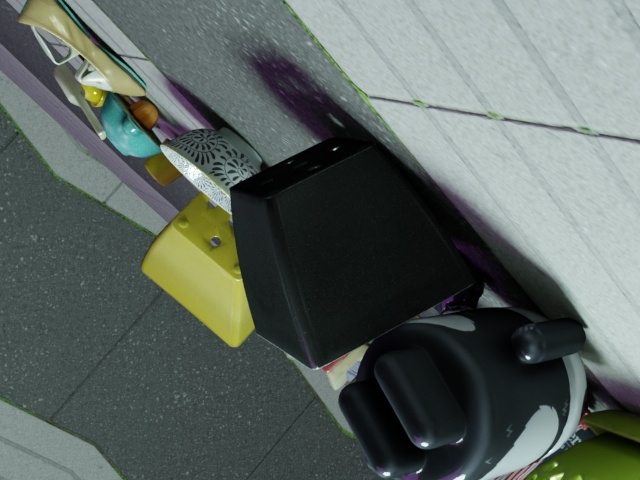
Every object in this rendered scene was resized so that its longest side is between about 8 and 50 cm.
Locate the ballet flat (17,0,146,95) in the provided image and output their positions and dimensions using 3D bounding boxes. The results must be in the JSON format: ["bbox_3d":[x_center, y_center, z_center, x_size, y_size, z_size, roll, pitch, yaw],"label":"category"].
[{"bbox_3d":[-0.358,-0.277,1.824,0.232,0.073,0.080,45,171,-33],"label":"ballet flat"}]

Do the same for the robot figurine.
[{"bbox_3d":[0.148,0.158,1.223,0.209,0.173,0.278,4,-174,42],"label":"robot figurine"}]

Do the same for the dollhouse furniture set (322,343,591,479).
[{"bbox_3d":[0.130,0.154,1.513,0.374,0.201,0.152,44,174,26],"label":"dollhouse furniture set"}]

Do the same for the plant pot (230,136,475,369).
[{"bbox_3d":[0.012,-0.003,1.232,0.167,0.188,0.187,68,164,-15],"label":"plant pot"}]

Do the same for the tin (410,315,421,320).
[{"bbox_3d":[0.127,0.130,1.927,0.190,0.040,0.106,32,164,46],"label":"tin"}]

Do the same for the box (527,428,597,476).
[{"bbox_3d":[0.270,0.458,1.615,0.293,0.395,0.212,47,173,11],"label":"box"}]

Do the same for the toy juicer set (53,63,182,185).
[{"bbox_3d":[-0.325,-0.217,1.995,0.209,0.089,0.329,51,-176,18],"label":"toy juicer set"}]

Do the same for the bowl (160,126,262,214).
[{"bbox_3d":[-0.134,-0.104,1.698,0.170,0.080,0.170,39,172,6],"label":"bowl"}]

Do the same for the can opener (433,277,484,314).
[{"bbox_3d":[0.155,0.059,1.392,0.059,0.073,0.186,0,170,4],"label":"can opener"}]

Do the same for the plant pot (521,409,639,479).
[{"bbox_3d":[0.347,0.318,1.311,0.228,0.207,0.227,43,171,-11],"label":"plant pot"}]

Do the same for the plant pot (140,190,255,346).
[{"bbox_3d":[-0.141,0.005,1.933,0.212,0.212,0.187,39,160,9],"label":"plant pot"}]

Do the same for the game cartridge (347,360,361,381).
[{"bbox_3d":[0.056,0.190,2.195,0.294,0.060,0.196,22,154,55],"label":"game cartridge"}]

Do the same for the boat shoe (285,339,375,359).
[{"bbox_3d":[0.012,0.130,1.975,0.324,0.123,0.116,166,96,-72],"label":"boat shoe"}]
